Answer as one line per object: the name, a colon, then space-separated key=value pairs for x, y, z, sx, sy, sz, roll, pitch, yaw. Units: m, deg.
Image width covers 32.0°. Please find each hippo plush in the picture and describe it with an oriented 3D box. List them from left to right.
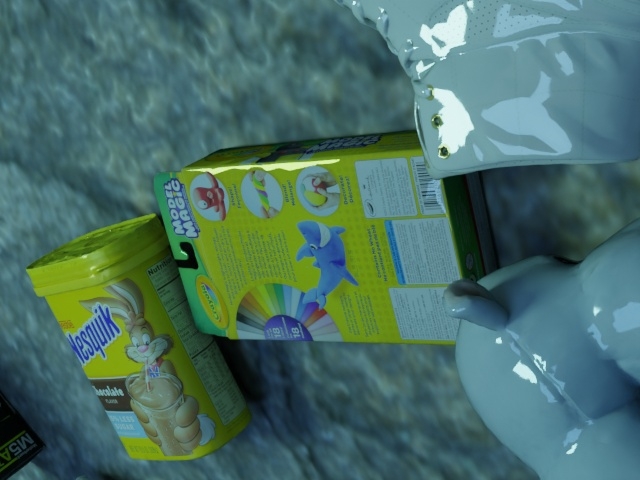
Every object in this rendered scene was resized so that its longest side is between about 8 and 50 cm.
hippo plush: x=0.179 y=0.116 z=0.604 sx=0.294 sy=0.234 sz=0.237 roll=-30 pitch=64 yaw=25

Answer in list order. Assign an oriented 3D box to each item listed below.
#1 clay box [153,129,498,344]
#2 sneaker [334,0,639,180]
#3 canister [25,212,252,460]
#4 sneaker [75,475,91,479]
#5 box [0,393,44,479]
clay box: x=0.000 y=0.000 z=0.723 sx=0.222 sy=0.053 sz=0.127 roll=-1 pitch=112 yaw=35
sneaker: x=0.042 y=-0.117 z=0.589 sx=0.292 sy=0.108 sz=0.169 roll=13 pitch=107 yaw=26
canister: x=-0.133 y=0.076 z=0.829 sx=0.126 sy=0.073 sz=0.170 roll=-12 pitch=108 yaw=48
sneaker: x=-0.191 y=0.306 z=0.986 sx=0.094 sy=0.080 sz=0.212 roll=-141 pitch=49 yaw=-57
box: x=-0.363 y=0.162 z=0.953 sx=0.184 sy=0.190 sz=0.045 roll=51 pitch=127 yaw=0
